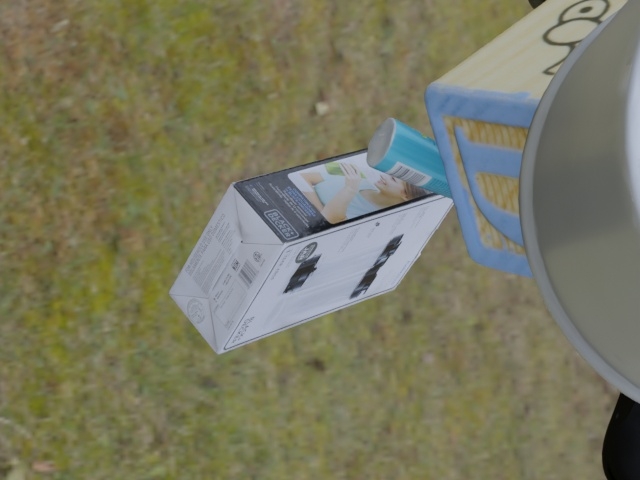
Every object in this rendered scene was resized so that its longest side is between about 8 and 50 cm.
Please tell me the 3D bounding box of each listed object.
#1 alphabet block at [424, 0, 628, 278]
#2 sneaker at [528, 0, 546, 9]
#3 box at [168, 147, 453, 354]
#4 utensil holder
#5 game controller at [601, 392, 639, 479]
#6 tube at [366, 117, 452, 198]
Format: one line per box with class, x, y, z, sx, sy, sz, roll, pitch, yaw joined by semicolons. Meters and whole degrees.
alphabet block;0.239;-0.090;1.425;0.197;0.192;0.193;-36;124;-31
sneaker;0.377;-0.350;1.748;0.447;0.257;0.169;-53;157;-40
box;0.000;0.000;1.655;0.290;0.169;0.087;-18;59;-45
utensil holder;0.298;-0.039;0.961;0.385;0.327;0.328;60;22;-86
game controller;0.392;0.186;1.299;0.166;0.319;0.067;-68;158;1
tube;0.145;-0.057;1.585;0.207;0.080;0.052;24;90;-22
